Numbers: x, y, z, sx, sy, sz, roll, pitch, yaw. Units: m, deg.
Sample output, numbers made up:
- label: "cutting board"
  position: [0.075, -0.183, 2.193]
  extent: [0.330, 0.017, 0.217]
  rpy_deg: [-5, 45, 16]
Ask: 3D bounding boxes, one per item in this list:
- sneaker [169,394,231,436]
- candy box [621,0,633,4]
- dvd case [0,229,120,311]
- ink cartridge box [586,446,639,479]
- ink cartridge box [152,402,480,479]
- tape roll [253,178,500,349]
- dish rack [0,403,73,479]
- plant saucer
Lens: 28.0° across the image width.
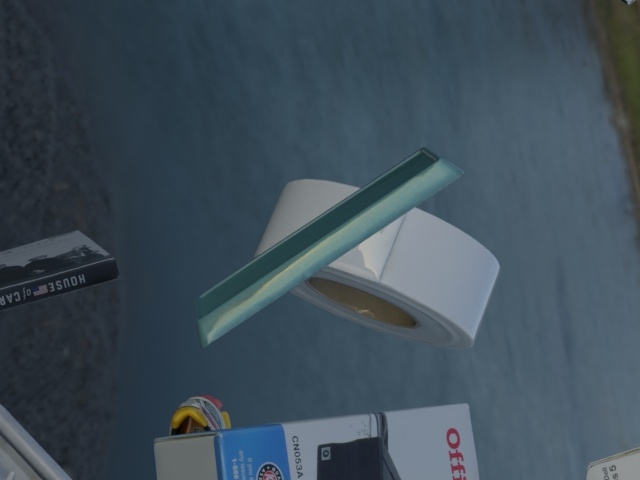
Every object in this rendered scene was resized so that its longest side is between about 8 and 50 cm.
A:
- label: "sneaker"
  position: [-0.151, 0.302, 1.551]
  extent: [0.093, 0.088, 0.225]
  rpy_deg: [24, 57, -78]
- label: "candy box"
  position: [0.283, -0.384, 1.526]
  extent: [0.233, 0.071, 0.159]
  rpy_deg: [36, 14, -12]
- label: "dvd case"
  position: [-0.333, 0.037, 1.434]
  extent: [0.239, 0.179, 0.029]
  rpy_deg: [-160, -124, -70]
- label: "ink cartridge box"
  position: [0.423, 0.331, 1.384]
  extent: [0.273, 0.115, 0.198]
  rpy_deg: [15, 58, -45]
- label: "ink cartridge box"
  position: [0.010, 0.282, 1.237]
  extent: [0.307, 0.129, 0.223]
  rpy_deg: [0, 78, -37]
- label: "tape roll"
  position: [0.067, 0.032, 1.534]
  extent: [0.100, 0.286, 0.286]
  rpy_deg: [-67, 151, -13]
- label: "dish rack"
  position: [-0.371, 0.310, 1.341]
  extent: [0.333, 0.072, 0.285]
  rpy_deg: [42, 29, 20]
- label: "plant saucer"
  position: [0.000, 0.000, 0.804]
  extent: [0.018, 0.192, 0.067]
  rpy_deg: [57, 1, -14]
